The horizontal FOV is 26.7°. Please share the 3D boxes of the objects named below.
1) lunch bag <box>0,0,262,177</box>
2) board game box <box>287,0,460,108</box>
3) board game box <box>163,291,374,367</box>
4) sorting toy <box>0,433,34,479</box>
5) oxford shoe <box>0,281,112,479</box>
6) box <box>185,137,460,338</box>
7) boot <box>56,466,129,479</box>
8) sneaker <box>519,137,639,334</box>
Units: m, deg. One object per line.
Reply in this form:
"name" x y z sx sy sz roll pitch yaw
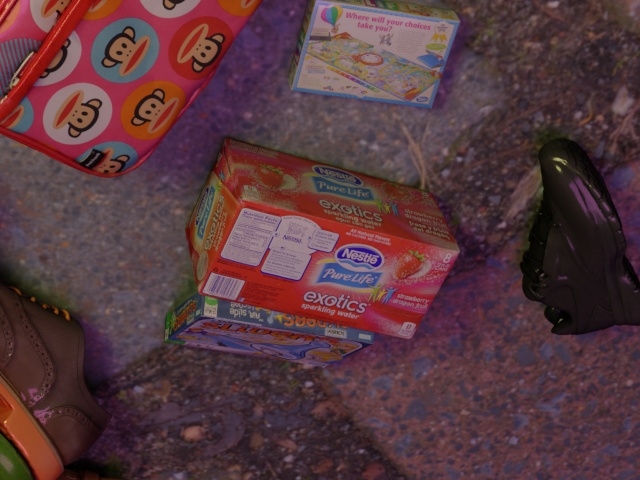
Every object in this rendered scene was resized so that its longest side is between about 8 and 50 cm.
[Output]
"lunch bag" -0.200 -0.219 1.182 0.258 0.120 0.293 27 105 -44
"board game box" 0.053 -0.192 1.366 0.154 0.026 0.103 6 124 -18
"board game box" -0.058 0.098 1.502 0.201 0.035 0.136 11 160 -20
"sorting toy" -0.404 0.246 1.427 0.127 0.126 0.365 -16 114 52
"oxford shoe" -0.340 0.092 1.445 0.133 0.130 0.363 -38 126 -27
"box" 0.000 0.000 1.434 0.257 0.122 0.128 13 122 -23
"boot" -0.364 0.380 1.651 0.220 0.109 0.283 9 116 -25
"sneaker" 0.282 0.011 1.530 0.130 0.109 0.286 -19 126 8
